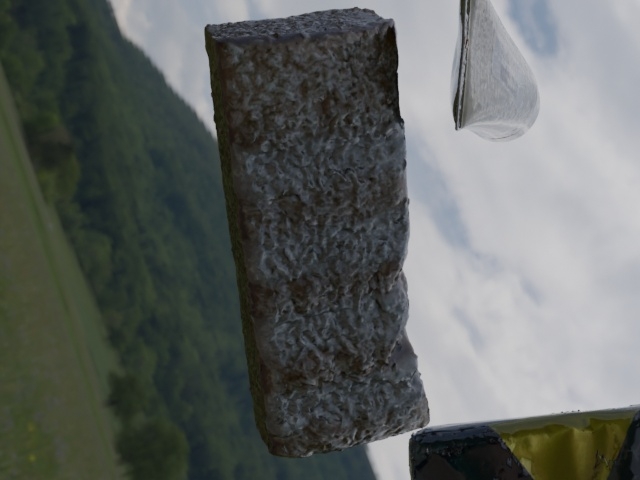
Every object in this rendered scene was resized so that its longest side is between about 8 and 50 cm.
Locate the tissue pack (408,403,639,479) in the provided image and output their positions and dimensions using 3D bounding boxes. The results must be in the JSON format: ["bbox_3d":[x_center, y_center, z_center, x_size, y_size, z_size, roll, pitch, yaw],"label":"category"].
[{"bbox_3d":[0.345,0.362,1.699,0.264,0.417,0.253,44,40,-72],"label":"tissue pack"}]

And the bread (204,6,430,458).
[{"bbox_3d":[0.000,0.000,1.137,0.113,0.165,0.416,-132,-148,-60],"label":"bread"}]

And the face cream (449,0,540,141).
[{"bbox_3d":[0.151,-0.149,1.150,0.341,0.084,0.137,8,86,-77],"label":"face cream"}]
